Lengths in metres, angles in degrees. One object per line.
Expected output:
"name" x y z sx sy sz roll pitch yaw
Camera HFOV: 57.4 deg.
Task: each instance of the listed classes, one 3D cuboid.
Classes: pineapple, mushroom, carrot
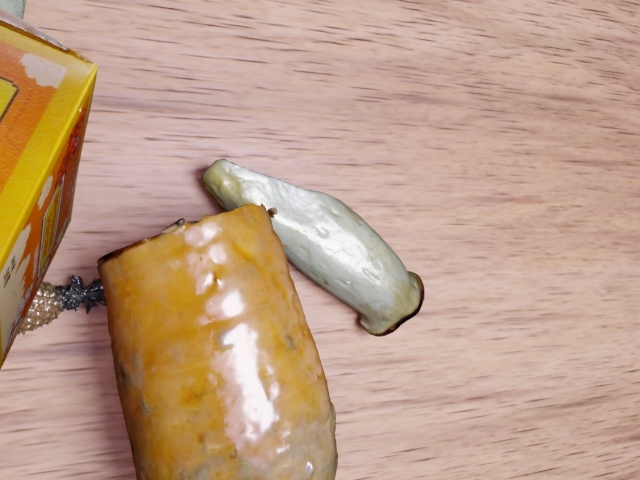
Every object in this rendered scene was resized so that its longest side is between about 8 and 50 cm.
"pineapple" -0.283 0.062 0.652 0.124 0.058 0.058 -14 96 -36
"mushroom" 0.003 -0.003 0.749 0.333 0.087 0.107 41 76 -15
"carrot" -0.107 0.148 0.630 0.224 0.224 0.341 -18 93 -22

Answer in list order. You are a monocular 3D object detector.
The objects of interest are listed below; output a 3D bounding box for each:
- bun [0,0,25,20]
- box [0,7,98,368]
"bun" -0.388 -0.268 0.566 0.195 0.118 0.196 1 86 -21
"box" -0.348 -0.044 0.462 0.259 0.283 0.214 21 60 -18
